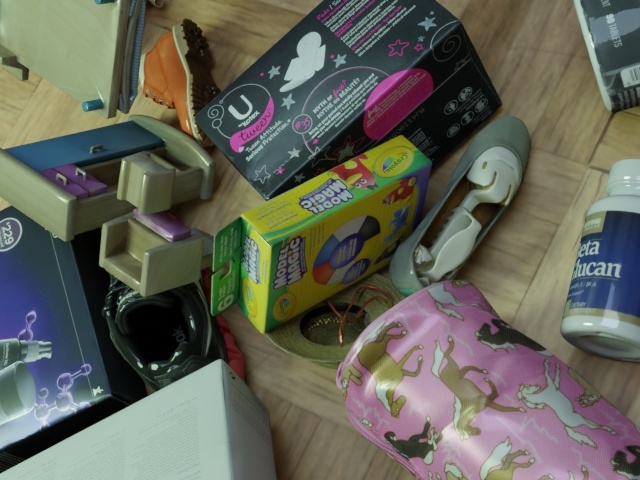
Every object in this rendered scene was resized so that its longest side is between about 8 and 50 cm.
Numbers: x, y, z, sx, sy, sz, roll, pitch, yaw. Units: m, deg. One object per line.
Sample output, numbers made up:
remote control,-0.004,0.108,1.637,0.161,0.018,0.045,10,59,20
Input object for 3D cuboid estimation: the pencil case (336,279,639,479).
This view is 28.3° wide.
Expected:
pencil case,0.183,0.202,1.072,0.167,0.160,0.386,-17,51,-38

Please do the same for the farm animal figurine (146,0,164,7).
farm animal figurine,-0.179,-0.364,1.457,0.330,0.172,0.327,-29,48,16

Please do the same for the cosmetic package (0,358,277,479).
cosmetic package,-0.213,0.308,1.140,0.377,0.097,0.284,-28,35,14

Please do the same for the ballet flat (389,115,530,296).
ballet flat,0.148,-0.030,1.220,0.213,0.072,0.068,-53,19,-10

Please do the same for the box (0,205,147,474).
box,-0.305,0.100,1.336,0.184,0.103,0.261,-25,61,7

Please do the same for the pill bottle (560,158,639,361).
pill bottle,0.279,0.017,1.145,0.094,0.094,0.169,9,71,24

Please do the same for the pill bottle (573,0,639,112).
pill bottle,0.371,-0.215,1.188,0.245,0.130,0.131,-17,63,13

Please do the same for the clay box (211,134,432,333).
clay box,0.000,0.000,1.189,0.222,0.127,0.053,-29,57,-28

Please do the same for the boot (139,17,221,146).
boot,-0.158,-0.162,1.421,0.084,0.059,0.158,-27,61,24

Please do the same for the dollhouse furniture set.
dollhouse furniture set,-0.174,-0.161,1.242,0.286,0.198,0.303,30,124,32

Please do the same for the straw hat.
straw hat,0.015,0.092,1.230,0.144,0.061,0.144,-1,39,1

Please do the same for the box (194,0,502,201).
box,0.030,-0.129,1.265,0.247,0.163,0.142,-42,56,0

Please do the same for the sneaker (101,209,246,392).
sneaker,-0.168,0.050,1.283,0.097,0.135,0.276,-32,59,8
